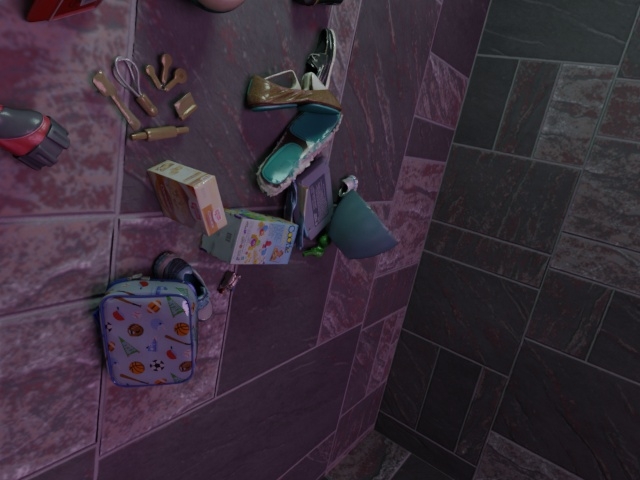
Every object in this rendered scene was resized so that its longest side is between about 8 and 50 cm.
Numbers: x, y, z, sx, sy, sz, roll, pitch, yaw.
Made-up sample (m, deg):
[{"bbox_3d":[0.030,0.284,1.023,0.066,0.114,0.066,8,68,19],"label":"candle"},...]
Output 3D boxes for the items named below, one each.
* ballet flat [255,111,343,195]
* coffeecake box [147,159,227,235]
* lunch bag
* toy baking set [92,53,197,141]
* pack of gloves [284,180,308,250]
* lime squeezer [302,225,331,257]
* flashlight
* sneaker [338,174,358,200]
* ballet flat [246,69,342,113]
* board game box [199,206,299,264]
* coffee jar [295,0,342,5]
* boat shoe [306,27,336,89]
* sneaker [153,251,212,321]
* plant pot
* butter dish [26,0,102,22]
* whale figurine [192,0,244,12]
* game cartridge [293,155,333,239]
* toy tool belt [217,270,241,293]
[{"bbox_3d":[-0.079,-0.305,1.457,0.409,0.147,0.147,-51,144,-22],"label":"ballet flat"},{"bbox_3d":[-0.336,-0.109,1.090,0.068,0.185,0.142,-41,139,-38],"label":"coffeecake box"},{"bbox_3d":[-0.445,0.233,1.118,0.243,0.115,0.304,1,112,-10],"label":"lunch bag"},{"bbox_3d":[-0.404,-0.331,1.013,0.256,0.030,0.197,-32,130,-45],"label":"toy baking set"},{"bbox_3d":[-0.075,-0.093,1.501,0.046,0.195,0.232,-2,112,-22],"label":"pack of gloves"},{"bbox_3d":[0.000,0.000,1.787,0.310,0.058,0.110,-50,138,-42],"label":"lime squeezer"},{"bbox_3d":[-0.582,-0.243,0.723,0.304,0.103,0.103,52,38,-54],"label":"flashlight"},{"bbox_3d":[0.109,-0.182,1.856,0.083,0.071,0.191,-21,118,-41],"label":"sneaker"},{"bbox_3d":[-0.072,-0.458,1.330,0.342,0.116,0.124,-8,101,-33],"label":"ballet flat"},{"bbox_3d":[-0.219,-0.013,1.367,0.275,0.142,0.144,6,104,-57],"label":"board game box"},{"bbox_3d":[-0.004,-0.769,1.313,0.184,0.079,0.096,-33,136,-45],"label":"coffee jar"},{"bbox_3d":[-0.005,-0.588,1.422,0.079,0.084,0.233,9,96,-33],"label":"boat shoe"},{"bbox_3d":[-0.376,0.161,1.248,0.110,0.122,0.283,-50,144,-27],"label":"sneaker"},{"bbox_3d":[0.146,-0.038,1.747,0.195,0.290,0.290,-39,147,5],"label":"plant pot"},{"bbox_3d":[-0.456,-0.476,0.758,0.160,0.160,0.118,-43,117,-35],"label":"butter dish"},{"bbox_3d":[-0.281,-0.634,0.953,0.272,0.141,0.216,30,81,-34],"label":"whale figurine"},{"bbox_3d":[-0.029,-0.152,1.651,0.196,0.060,0.294,-49,147,-36],"label":"game cartridge"},{"bbox_3d":[-0.297,0.146,1.429,0.051,0.052,0.083,39,75,-49],"label":"toy tool belt"}]
